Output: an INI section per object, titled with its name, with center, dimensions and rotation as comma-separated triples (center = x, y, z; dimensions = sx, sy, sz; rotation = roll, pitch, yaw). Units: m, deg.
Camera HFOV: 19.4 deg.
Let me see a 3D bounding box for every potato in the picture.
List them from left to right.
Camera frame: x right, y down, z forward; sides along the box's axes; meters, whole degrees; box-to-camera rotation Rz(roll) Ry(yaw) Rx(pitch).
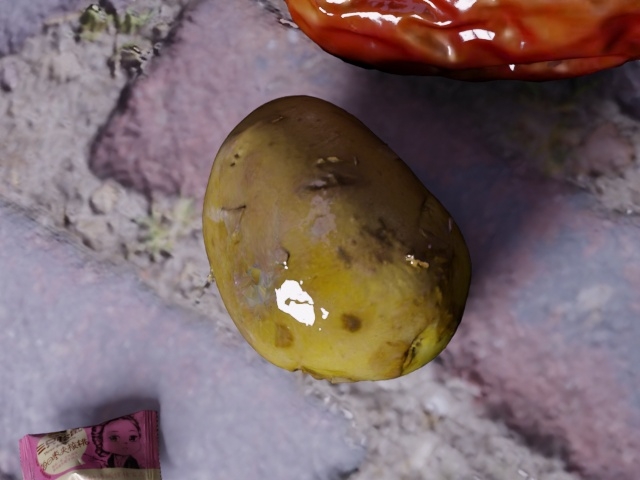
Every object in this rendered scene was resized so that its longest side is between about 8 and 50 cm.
[potato]
center = 0.000, 0.000, 1.017
dimensions = 0.176, 0.137, 0.137
rotation = 37, 84, 31

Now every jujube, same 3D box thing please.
[jujube]
center = 0.095, -0.171, 1.030
dimensions = 0.250, 0.174, 0.174
rotation = 3, 69, 23

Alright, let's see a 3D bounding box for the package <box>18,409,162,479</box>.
[package]
center = -0.131, 0.129, 1.062
dimensions = 0.083, 0.029, 0.059
rotation = -13, 56, 3
